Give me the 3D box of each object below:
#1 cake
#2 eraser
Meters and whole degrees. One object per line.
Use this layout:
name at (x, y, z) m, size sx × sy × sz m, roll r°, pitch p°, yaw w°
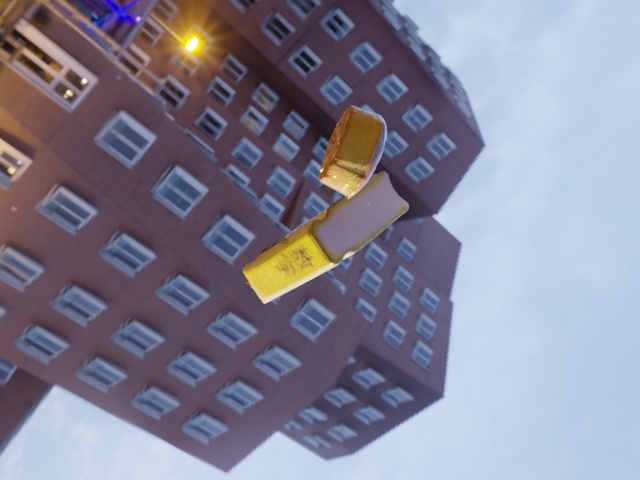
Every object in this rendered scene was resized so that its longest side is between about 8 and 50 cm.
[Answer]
cake at (0.031, -0.084, 0.670) m, size 0.084 × 0.044 × 0.084 m, roll -157°, pitch -90°, yaw -82°
eraser at (0.000, 0.000, 0.972) m, size 0.158 × 0.069 × 0.226 m, roll -35°, pitch -178°, yaw -35°
